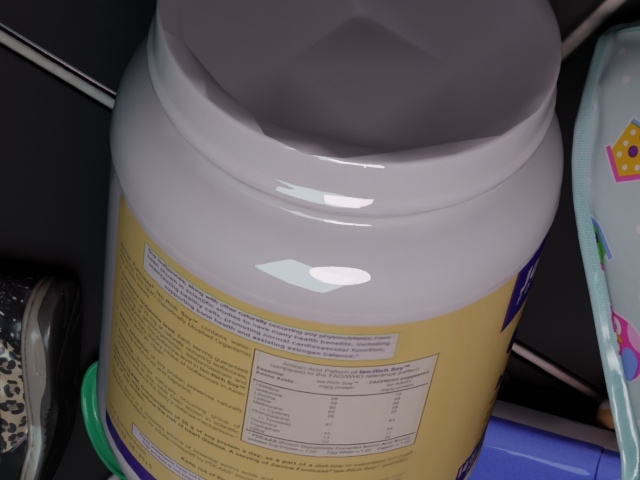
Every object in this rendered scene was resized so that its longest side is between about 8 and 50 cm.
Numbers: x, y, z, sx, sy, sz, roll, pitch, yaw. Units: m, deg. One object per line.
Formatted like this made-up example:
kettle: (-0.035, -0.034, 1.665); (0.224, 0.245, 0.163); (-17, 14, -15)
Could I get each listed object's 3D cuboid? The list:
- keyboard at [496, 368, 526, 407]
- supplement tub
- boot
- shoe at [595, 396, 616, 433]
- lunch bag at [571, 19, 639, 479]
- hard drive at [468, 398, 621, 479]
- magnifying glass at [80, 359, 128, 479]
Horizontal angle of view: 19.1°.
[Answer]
keyboard: (0.102, 0.146, 1.334); (0.108, 0.023, 0.180); (-8, 131, 25)
supplement tub: (0.000, 0.000, 1.054); (0.241, 0.241, 0.331); (14, 138, 3)
boot: (-0.267, 0.096, 1.360); (0.178, 0.085, 0.236); (16, 132, 5)
shoe: (0.278, 0.093, 1.203); (0.219, 0.058, 0.076); (-9, 158, 32)
lunch bag: (0.258, -0.004, 0.986); (0.223, 0.160, 0.262); (-3, 97, 45)
hard drive: (0.056, 0.190, 1.297); (0.318, 0.040, 0.210); (14, 120, 19)
magnifying glass: (-0.102, 0.112, 1.299); (0.231, 0.026, 0.092); (-21, 87, 56)
